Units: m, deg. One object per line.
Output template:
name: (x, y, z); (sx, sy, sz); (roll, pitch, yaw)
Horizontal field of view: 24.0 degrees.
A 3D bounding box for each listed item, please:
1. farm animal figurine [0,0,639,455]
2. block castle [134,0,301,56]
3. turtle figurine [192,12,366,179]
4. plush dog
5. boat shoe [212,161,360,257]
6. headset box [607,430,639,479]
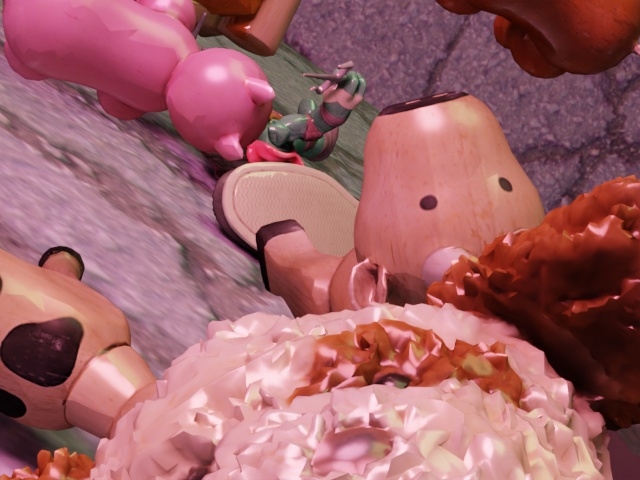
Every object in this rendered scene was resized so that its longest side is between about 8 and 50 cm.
farm animal figurine: (0.012, 0.027, 0.555); (0.326, 0.330, 0.172); (64, -6, -25)
block castle: (-0.202, -0.347, 1.237); (0.453, 0.212, 0.303); (24, -5, 26)
turtle figurine: (-0.056, -0.103, 1.233); (0.175, 0.118, 0.234); (18, -1, 8)
plush dog: (0.032, 0.103, 0.339); (0.225, 0.262, 0.210); (57, -13, 39)
boat shoe: (0.000, 0.000, 1.134); (0.079, 0.084, 0.233); (-7, -18, 43)
headset box: (0.269, 0.221, 0.838); (0.293, 0.110, 0.218); (30, 11, -36)
